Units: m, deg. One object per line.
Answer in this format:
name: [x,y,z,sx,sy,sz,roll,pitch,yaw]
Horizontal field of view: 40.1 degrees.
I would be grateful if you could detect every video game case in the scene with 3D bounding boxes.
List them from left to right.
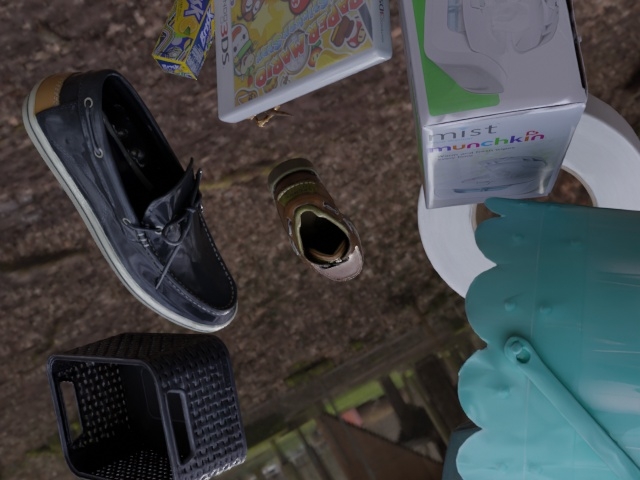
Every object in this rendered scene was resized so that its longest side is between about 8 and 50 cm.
video game case: [-0.027,-0.236,0.812,0.026,0.206,0.227,4,169,-41]

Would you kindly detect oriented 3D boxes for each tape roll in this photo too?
tape roll: [0.265,-0.048,1.089,0.286,0.286,0.100,-37,-167,26]

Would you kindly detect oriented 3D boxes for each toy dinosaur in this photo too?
toy dinosaur: [-0.106,-0.281,1.812,0.112,0.064,0.211,-40,-160,24]

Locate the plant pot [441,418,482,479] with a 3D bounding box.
plant pot: [0.322,0.368,1.308,0.247,0.252,0.248,-20,176,33]

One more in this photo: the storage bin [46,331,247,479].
storage bin: [-0.162,0.154,0.806,0.180,0.122,0.084,-5,-173,43]

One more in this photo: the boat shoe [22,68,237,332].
boat shoe: [-0.260,-0.053,1.379,0.156,0.500,0.187,-16,-151,28]

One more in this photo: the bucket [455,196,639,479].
bucket: [0.218,0.098,0.695,0.183,0.281,0.281,4,178,18]

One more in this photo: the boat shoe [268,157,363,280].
boat shoe: [0.000,0.000,1.412,0.111,0.104,0.307,-29,143,7]

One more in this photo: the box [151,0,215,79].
box: [-0.189,-0.332,1.319,0.054,0.059,0.169,62,46,-68]

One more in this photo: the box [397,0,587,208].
box: [0.133,-0.185,0.747,0.127,0.262,0.231,-8,167,7]
